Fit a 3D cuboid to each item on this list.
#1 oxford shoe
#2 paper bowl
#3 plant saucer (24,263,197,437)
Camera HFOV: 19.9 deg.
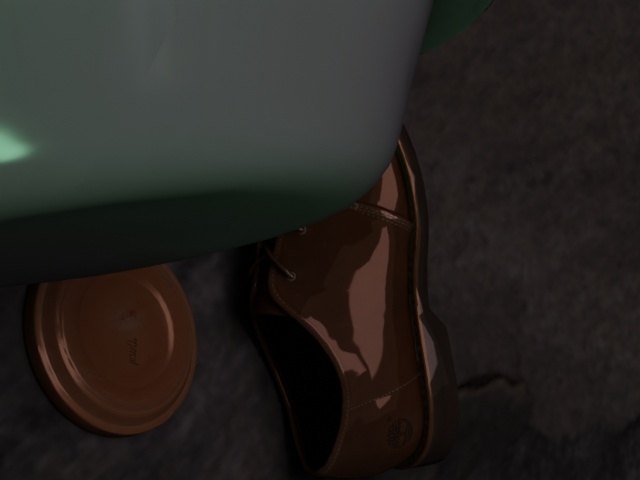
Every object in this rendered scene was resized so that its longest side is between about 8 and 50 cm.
[{"bbox_3d":[0.000,0.000,0.790,0.076,0.076,0.212,-10,83,-36],"label":"oxford shoe"},{"bbox_3d":[-0.084,-0.070,0.571,0.284,0.284,0.148,-2,81,-46],"label":"paper bowl"},{"bbox_3d":[-0.081,0.037,0.734,0.083,0.013,0.083,16,67,-41],"label":"plant saucer"}]
